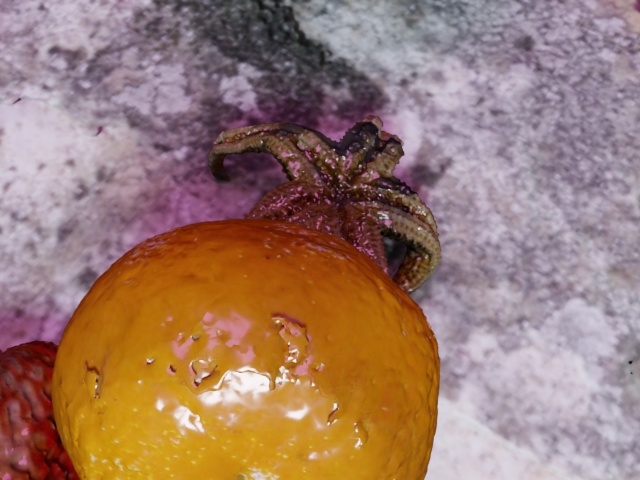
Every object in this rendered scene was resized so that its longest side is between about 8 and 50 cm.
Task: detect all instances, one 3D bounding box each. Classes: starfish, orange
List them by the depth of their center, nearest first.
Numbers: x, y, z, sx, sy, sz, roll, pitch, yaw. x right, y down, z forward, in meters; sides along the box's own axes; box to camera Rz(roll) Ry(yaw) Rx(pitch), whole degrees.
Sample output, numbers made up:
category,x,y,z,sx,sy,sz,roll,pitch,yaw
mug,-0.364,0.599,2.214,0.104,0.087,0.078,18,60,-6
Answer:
category,x,y,z,sx,sy,sz,roll,pitch,yaw
orange,-0.035,0.074,0.475,0.194,0.193,0.161,5,38,1
starfish,0.000,0.002,0.583,0.146,0.074,0.189,-11,63,-15

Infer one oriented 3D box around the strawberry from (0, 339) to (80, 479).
category,x,y,z,sx,sy,sz,roll,pitch,yaw
strawberry,-0.200,0.148,0.468,0.175,0.106,0.235,-2,60,-4
